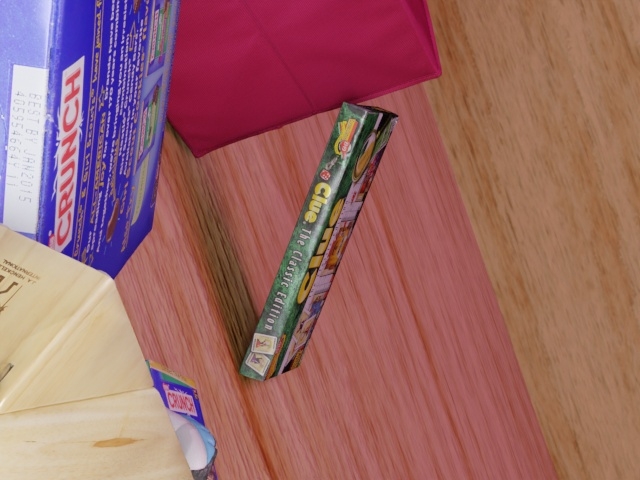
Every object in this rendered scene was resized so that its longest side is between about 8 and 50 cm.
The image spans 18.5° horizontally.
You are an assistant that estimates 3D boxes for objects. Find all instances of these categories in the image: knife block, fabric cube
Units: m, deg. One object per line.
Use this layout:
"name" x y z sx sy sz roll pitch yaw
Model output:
"knife block" -0.185 0.123 0.928 0.242 0.088 0.276 -50 148 -27
"fabric cube" -0.065 -0.272 1.761 0.258 0.259 0.254 54 20 -57

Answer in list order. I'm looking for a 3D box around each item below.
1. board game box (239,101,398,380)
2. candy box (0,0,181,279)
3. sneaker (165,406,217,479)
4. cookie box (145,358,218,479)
"board game box" 0.000 0.000 1.790 0.260 0.030 0.136 -69 166 8
"candy box" -0.170 -0.093 1.152 0.317 0.122 0.268 -67 167 -72
"sneaker" -0.140 0.110 1.228 0.190 0.071 0.083 27 -12 48
"cookie box" -0.114 0.149 1.442 0.092 0.040 0.107 37 35 -66
